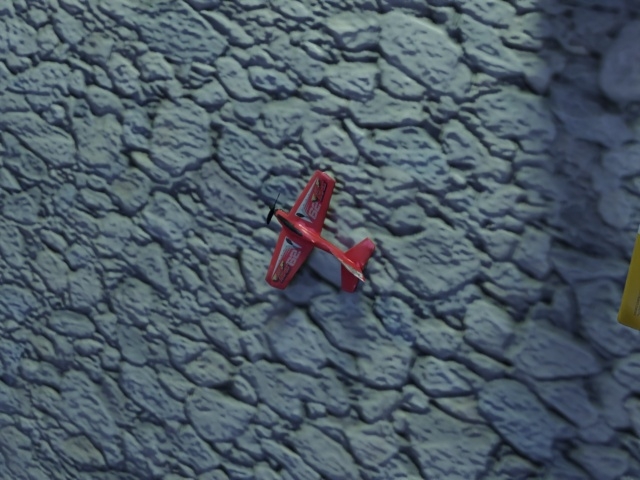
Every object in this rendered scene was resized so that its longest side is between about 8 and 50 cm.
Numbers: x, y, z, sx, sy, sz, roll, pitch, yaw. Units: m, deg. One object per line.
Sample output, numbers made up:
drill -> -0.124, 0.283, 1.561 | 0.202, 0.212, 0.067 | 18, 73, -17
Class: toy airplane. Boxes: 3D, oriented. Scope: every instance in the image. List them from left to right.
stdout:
toy airplane -> 0.000, 0.000, 1.450 | 0.151, 0.028, 0.151 | 5, 100, 33

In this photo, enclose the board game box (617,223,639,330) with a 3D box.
board game box -> 0.347, -0.059, 1.051 | 0.064, 0.316, 0.242 | 18, 104, 30
